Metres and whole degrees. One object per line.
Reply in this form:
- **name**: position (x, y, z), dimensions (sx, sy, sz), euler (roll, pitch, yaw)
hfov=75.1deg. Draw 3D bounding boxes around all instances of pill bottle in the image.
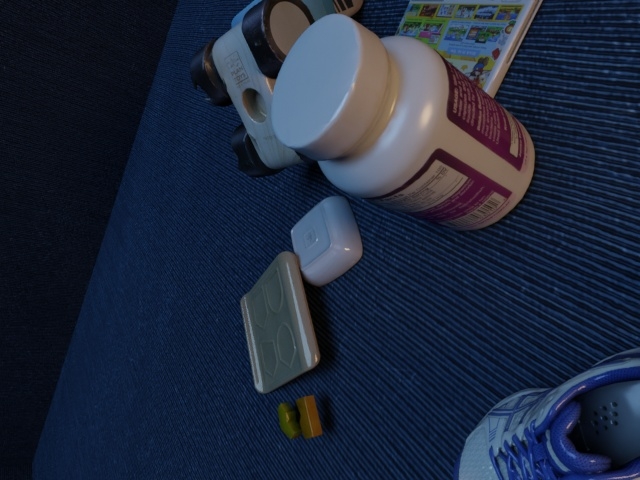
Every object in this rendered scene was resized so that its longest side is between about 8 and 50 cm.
- **pill bottle**: position (0.100, -0.118, 0.473), dimensions (0.169, 0.301, 0.169), euler (-17, 67, 45)

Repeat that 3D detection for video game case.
- **video game case**: position (0.206, -0.326, 0.624), dimensions (0.227, 0.026, 0.206), euler (37, 107, 46)

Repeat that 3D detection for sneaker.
- **sneaker**: position (0.219, 0.183, 0.388), dimensions (0.296, 0.131, 0.112), euler (-51, 48, 29)

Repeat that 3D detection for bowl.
- **bowl**: position (0.000, 0.000, 0.748), dimensions (0.142, 0.053, 0.142), euler (-39, 54, 36)

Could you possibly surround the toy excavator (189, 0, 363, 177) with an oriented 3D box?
- **toy excavator**: position (-0.009, -0.383, 0.759), dimensions (0.222, 0.445, 0.433), euler (-3, 118, 47)

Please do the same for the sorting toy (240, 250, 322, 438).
- **sorting toy**: position (-0.068, 0.202, 0.767), dimensions (0.229, 0.041, 0.307), euler (-44, 54, 47)
